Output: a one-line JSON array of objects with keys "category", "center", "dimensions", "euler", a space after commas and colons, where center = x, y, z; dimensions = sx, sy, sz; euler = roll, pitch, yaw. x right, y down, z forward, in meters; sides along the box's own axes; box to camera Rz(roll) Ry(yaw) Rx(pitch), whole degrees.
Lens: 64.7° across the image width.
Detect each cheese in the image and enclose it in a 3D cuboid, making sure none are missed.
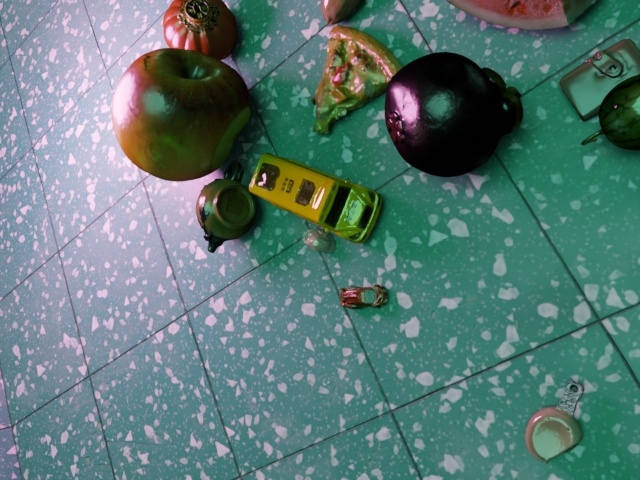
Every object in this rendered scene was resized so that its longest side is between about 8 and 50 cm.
[{"category": "cheese", "center": [0.478, 0.365, 1.002], "dimensions": [0.092, 0.048, 0.171], "euler": [45, 106, 25]}]

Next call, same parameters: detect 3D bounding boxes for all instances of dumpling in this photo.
[{"category": "dumpling", "center": [0.000, 0.000, 1.321], "dimensions": [0.076, 0.052, 0.057], "euler": [20, 99, 29]}]

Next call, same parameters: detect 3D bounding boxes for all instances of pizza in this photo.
[{"category": "pizza", "center": [0.065, -0.401, 1.321], "dimensions": [0.280, 0.075, 0.287], "euler": [36, 102, 29]}]

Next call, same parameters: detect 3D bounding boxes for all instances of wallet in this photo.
[{"category": "wallet", "center": [0.584, -0.330, 1.034], "dimensions": [0.153, 0.039, 0.117], "euler": [-32, 71, 24]}]

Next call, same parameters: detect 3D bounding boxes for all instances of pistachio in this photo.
[{"category": "pistachio", "center": [0.060, -0.666, 1.340], "dimensions": [0.185, 0.108, 0.126], "euler": [-61, 29, 14]}]

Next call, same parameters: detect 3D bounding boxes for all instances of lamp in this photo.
[{"category": "lamp", "center": [-0.362, -0.636, 1.528], "dimensions": [0.224, 0.196, 0.222], "euler": [2, 78, -8]}]

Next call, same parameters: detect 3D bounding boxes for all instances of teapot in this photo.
[{"category": "teapot", "center": [-0.279, -0.096, 1.445], "dimensions": [0.183, 0.173, 0.269], "euler": [-13, 66, 53]}]

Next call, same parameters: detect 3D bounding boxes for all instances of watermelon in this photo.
[{"category": "watermelon", "center": [0.590, -0.235, 0.960], "dimensions": [0.187, 0.141, 0.140], "euler": [-24, 72, 36]}, {"category": "watermelon", "center": [0.415, -0.555, 1.044], "dimensions": [0.283, 0.293, 0.250], "euler": [50, 130, 23]}]

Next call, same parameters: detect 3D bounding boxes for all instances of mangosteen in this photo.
[{"category": "mangosteen", "center": [0.295, -0.278, 1.095], "dimensions": [0.303, 0.275, 0.274], "euler": [-19, 71, -10]}]

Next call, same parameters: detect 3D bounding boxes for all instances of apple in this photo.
[{"category": "apple", "center": [-0.384, -0.342, 1.431], "dimensions": [0.375, 0.384, 0.373], "euler": [21, 119, 43]}]

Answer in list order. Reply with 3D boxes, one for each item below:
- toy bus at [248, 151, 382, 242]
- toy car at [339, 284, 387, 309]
[{"category": "toy bus", "center": [-0.016, -0.114, 1.288], "dimensions": [0.330, 0.152, 0.144], "euler": [25, 96, 30]}, {"category": "toy car", "center": [0.107, 0.140, 1.252], "dimensions": [0.122, 0.035, 0.059], "euler": [-7, 77, 31]}]
